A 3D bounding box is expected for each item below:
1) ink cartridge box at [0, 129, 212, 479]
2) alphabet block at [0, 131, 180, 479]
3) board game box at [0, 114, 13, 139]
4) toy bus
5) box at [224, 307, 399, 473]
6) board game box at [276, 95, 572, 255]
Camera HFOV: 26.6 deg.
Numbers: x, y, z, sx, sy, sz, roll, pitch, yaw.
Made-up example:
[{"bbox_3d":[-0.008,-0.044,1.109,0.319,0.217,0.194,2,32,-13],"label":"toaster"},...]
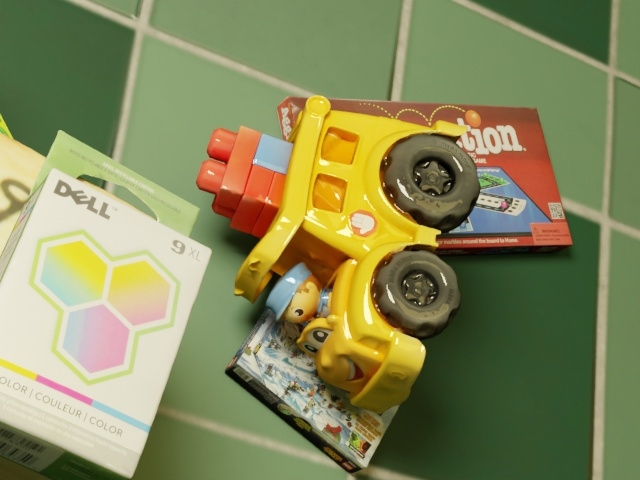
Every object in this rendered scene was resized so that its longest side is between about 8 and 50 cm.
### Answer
[{"bbox_3d":[-0.134,0.031,0.792,0.109,0.062,0.209,28,58,-18],"label":"ink cartridge box"},{"bbox_3d":[-0.231,0.057,0.881,0.197,0.193,0.192,30,59,-18],"label":"alphabet block"},{"bbox_3d":[-0.284,-0.108,0.980,0.043,0.092,0.181,-24,84,-35],"label":"board game box"},{"bbox_3d":[0.000,0.000,1.052,0.211,0.149,0.220,16,62,-10],"label":"toy bus"},{"bbox_3d":[0.001,0.110,1.099,0.137,0.027,0.094,41,55,-10],"label":"box"},{"bbox_3d":[0.100,-0.057,1.231,0.281,0.027,0.145,-2,70,-32],"label":"board game box"}]
